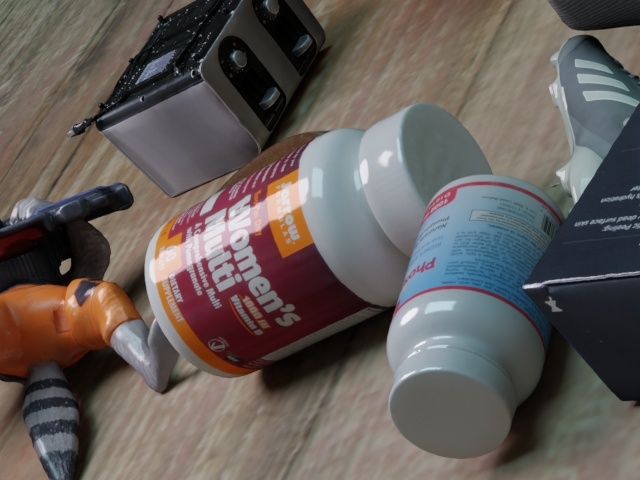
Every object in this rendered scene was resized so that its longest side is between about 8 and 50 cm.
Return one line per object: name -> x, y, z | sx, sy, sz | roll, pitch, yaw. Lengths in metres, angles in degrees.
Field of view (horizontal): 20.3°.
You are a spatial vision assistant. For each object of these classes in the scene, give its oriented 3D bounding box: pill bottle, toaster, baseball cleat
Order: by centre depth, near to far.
pill bottle -> 0.085, 0.041, 0.994 | 0.087, 0.087, 0.160 | -27, 26, 34
baseball cleat -> 0.192, -0.068, 1.064 | 0.109, 0.072, 0.206 | -19, 34, 18
pill bottle -> 0.000, 0.000, 1.169 | 0.221, 0.121, 0.121 | -27, 27, 34
toaster -> -0.104, -0.142, 1.613 | 0.186, 0.110, 0.168 | -21, 30, 42

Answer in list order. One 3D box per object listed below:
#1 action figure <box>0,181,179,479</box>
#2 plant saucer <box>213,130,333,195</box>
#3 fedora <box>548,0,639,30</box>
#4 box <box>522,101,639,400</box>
action figure -> -0.280, 0.087, 1.426 | 0.341, 0.178, 0.330 | -21, 14, -10
plant saucer -> -0.043, -0.022, 1.396 | 0.198, 0.036, 0.198 | -36, 22, 17
fedora -> 0.176, -0.241, 1.108 | 0.124, 0.275, 0.244 | -10, -1, 21
box -> 0.210, -0.009, 0.869 | 0.156, 0.093, 0.158 | -8, 40, 54
